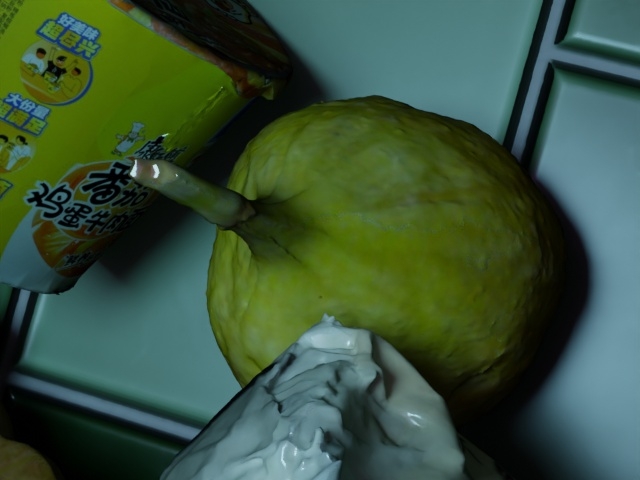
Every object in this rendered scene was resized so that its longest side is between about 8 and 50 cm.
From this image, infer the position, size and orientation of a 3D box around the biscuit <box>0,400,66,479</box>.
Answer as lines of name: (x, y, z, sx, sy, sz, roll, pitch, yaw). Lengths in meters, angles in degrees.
biscuit: (-0.254, 0.153, 0.889, 0.278, 0.043, 0.301, 21, 76, 32)

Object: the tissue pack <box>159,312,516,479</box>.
tissue pack: (0.018, 0.269, 0.726, 0.390, 0.195, 0.375, -43, 98, 9)

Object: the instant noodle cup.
instant noodle cup: (-0.136, -0.081, 0.866, 0.205, 0.205, 0.153, 42, 102, 14)

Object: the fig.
fig: (0.000, 0.000, 0.791, 0.159, 0.257, 0.159, -7, 75, 28)
